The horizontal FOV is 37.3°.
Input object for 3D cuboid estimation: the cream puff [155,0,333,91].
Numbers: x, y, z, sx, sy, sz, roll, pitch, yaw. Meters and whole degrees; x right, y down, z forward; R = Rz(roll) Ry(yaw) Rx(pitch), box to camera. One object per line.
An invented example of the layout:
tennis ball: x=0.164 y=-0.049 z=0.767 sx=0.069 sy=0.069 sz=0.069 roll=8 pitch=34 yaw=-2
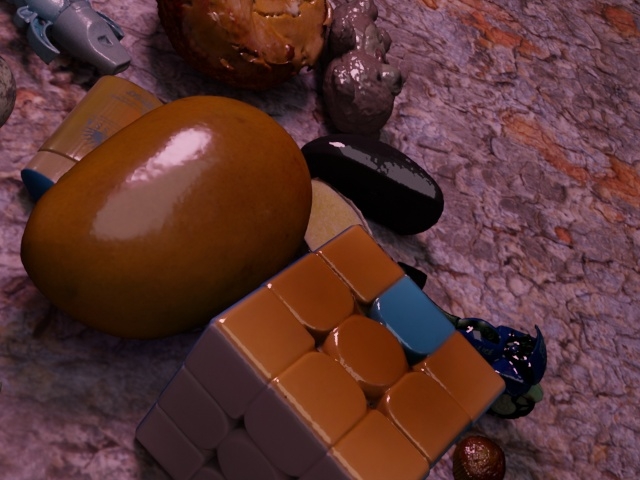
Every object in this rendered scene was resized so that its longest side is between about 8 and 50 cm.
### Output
cream puff: x=-0.151 y=-0.422 z=1.644 sx=0.350 sy=0.228 sz=0.351 roll=1 pitch=89 yaw=-47

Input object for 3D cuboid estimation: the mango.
mango: x=-0.195 y=-0.031 z=1.294 sx=0.445 sy=0.232 sz=0.300 roll=-29 pitch=102 yaw=-43

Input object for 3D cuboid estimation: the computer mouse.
computer mouse: x=0.088 y=-0.109 z=1.615 sx=0.269 sy=0.137 sz=0.086 roll=26 pitch=55 yaw=-10

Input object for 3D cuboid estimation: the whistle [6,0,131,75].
whistle: x=-0.417 y=-0.366 z=1.532 sx=0.274 sy=0.093 sz=0.186 roll=43 pitch=34 yaw=7

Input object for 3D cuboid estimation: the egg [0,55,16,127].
egg: x=-0.502 y=-0.198 z=1.320 sx=0.132 sy=0.132 sz=0.172 roll=32 pitch=54 yaw=-6

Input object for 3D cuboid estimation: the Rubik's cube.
Rubik's cube: x=-0.003 y=0.208 z=1.192 sx=0.291 sy=0.290 sz=0.291 roll=47 pitch=44 yaw=10

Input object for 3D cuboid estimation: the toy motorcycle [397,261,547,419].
toy motorcycle: x=0.209 y=0.161 z=1.431 sx=0.331 sy=0.196 sz=0.125 roll=31 pitch=45 yaw=-9

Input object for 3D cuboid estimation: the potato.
potato: x=0.000 y=0.000 z=1.516 sx=0.164 sy=0.081 sz=0.200 roll=-8 pitch=63 yaw=-46

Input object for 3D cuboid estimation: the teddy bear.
teddy bear: x=0.068 y=-0.319 z=1.757 sx=0.236 sy=0.151 sz=0.267 roll=53 pitch=19 yaw=-47

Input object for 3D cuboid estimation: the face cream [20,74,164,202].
face cream: x=-0.332 y=-0.132 z=1.419 sx=0.139 sy=0.067 sz=0.285 roll=32 pitch=45 yaw=-8

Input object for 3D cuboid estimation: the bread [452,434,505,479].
bread: x=0.240 y=0.331 z=1.414 sx=0.085 sy=0.053 sz=0.085 roll=17 pitch=48 yaw=-20
